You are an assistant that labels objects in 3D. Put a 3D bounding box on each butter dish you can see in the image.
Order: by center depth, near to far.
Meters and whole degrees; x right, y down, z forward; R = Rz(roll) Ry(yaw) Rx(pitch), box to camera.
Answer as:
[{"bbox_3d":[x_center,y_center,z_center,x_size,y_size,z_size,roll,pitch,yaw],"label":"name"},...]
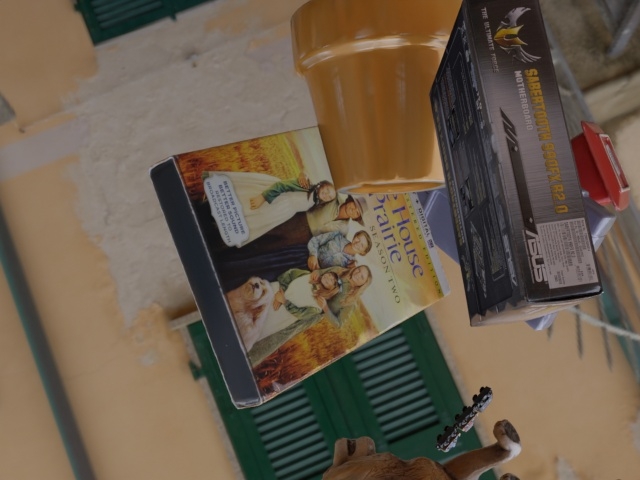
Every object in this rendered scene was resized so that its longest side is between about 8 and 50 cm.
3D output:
[{"bbox_3d":[0.445,-0.112,1.241,0.118,0.160,0.160,-24,174,30],"label":"butter dish"}]

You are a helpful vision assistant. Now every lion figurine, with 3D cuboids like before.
[{"bbox_3d":[0.187,0.330,0.833,0.240,0.392,0.142,-44,-157,29],"label":"lion figurine"}]

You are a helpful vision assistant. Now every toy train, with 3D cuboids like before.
[{"bbox_3d":[0.267,0.333,1.346,0.158,0.036,0.027,-41,-142,-23],"label":"toy train"}]

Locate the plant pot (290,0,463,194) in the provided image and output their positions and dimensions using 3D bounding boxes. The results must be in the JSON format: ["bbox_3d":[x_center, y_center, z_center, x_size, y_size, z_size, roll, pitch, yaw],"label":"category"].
[{"bbox_3d":[0.073,-0.148,0.784,0.205,0.188,0.205,-3,178,0],"label":"plant pot"}]

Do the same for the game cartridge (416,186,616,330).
[{"bbox_3d":[0.289,-0.048,1.214,0.068,0.355,0.230,-10,131,-38],"label":"game cartridge"}]

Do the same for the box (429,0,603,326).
[{"bbox_3d":[0.146,-0.052,0.589,0.056,0.231,0.183,-8,168,-1],"label":"box"}]

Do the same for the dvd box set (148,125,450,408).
[{"bbox_3d":[0.000,0.000,0.988,0.062,0.308,0.420,-18,-179,44],"label":"dvd box set"}]
